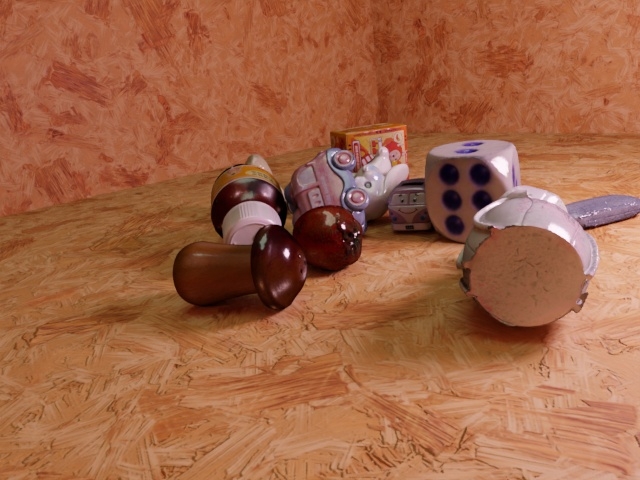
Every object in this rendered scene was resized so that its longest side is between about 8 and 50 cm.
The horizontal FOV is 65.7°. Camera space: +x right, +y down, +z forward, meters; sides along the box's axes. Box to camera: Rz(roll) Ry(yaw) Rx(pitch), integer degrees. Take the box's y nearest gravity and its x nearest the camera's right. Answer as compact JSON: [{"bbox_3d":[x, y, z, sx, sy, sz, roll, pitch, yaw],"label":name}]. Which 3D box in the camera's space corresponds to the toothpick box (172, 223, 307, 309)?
[{"bbox_3d":[-0.178,0.066,1.137,0.294,0.192,0.192,-6,17,20],"label":"toothpick box"}]

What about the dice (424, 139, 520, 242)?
[{"bbox_3d":[0.450,-0.146,1.448,0.242,0.259,0.251,0,20,27],"label":"dice"}]

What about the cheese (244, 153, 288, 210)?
[{"bbox_3d":[-0.274,-0.188,1.914,0.247,0.252,0.173,-30,24,-18],"label":"cheese"}]

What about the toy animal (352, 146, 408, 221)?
[{"bbox_3d":[0.177,-0.175,1.747,0.249,0.174,0.289,-33,17,53],"label":"toy animal"}]

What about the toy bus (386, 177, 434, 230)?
[{"bbox_3d":[0.299,-0.114,1.579,0.141,0.142,0.202,1,19,22],"label":"toy bus"}]

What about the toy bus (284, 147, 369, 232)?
[{"bbox_3d":[0.013,-0.120,1.499,0.231,0.294,0.197,-16,-23,-3],"label":"toy bus"}]

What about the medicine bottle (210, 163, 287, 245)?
[{"bbox_3d":[-0.205,-0.067,1.498,0.242,0.243,0.395,-10,30,-12],"label":"medicine bottle"}]

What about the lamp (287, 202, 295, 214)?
[{"bbox_3d":[-0.047,-0.164,2.001,0.108,0.130,0.371,20,8,5],"label":"lamp"}]

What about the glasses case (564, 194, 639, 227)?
[{"bbox_3d":[0.811,-0.088,1.444,0.282,0.067,0.109,-11,21,-19],"label":"glasses case"}]

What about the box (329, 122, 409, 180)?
[{"bbox_3d":[0.200,-0.309,1.985,0.259,0.284,0.214,-12,17,-16],"label":"box"}]

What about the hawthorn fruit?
[{"bbox_3d":[0.000,0.000,1.326,0.235,0.181,0.181,-9,12,40],"label":"hawthorn fruit"}]

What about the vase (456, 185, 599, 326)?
[{"bbox_3d":[0.429,0.010,1.034,0.249,0.250,0.445,1,15,23],"label":"vase"}]
